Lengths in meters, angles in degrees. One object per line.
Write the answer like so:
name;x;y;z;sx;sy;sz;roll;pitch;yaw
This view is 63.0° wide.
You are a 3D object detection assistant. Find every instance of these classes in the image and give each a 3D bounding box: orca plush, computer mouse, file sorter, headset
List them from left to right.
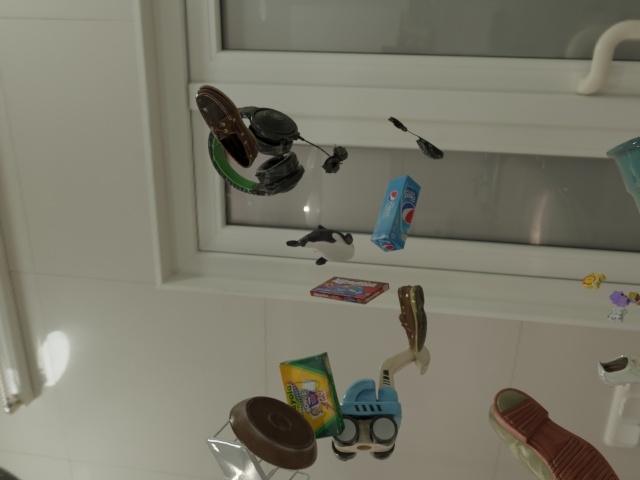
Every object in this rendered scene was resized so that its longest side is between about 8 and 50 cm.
file sorter;-0.183;0.681;1.621;0.173;0.192;0.278;-39;-69;-44
headset;-0.123;-0.222;1.382;0.185;0.394;0.243;-64;-29;-52
orca plush;0.000;0.000;1.714;0.151;0.287;0.102;-55;52;33
computer mouse;0.311;-0.330;1.716;0.041;0.242;0.071;-55;21;12

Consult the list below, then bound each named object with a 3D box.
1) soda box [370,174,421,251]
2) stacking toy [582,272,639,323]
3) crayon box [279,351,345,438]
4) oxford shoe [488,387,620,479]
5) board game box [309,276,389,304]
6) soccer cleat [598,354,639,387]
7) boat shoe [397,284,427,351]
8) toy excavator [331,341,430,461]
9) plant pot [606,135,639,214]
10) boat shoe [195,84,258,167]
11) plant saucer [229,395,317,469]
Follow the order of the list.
soda box;0.213;-0.075;1.463;0.067;0.071;0.210;35;-118;-30
stacking toy;0.851;0.167;1.417;0.052;0.167;0.221;-50;21;-17
crayon box;-0.030;0.548;1.837;0.081;0.165;0.279;9;-113;-74
oxford shoe;0.589;0.553;1.309;0.397;0.140;0.146;50;155;33
board game box;0.106;0.184;1.962;0.145;0.281;0.027;-25;-71;-40
soccer cleat;0.793;0.314;1.290;0.076;0.196;0.068;59;-153;-24
boat shoe;0.231;0.195;1.321;0.064;0.060;0.178;-27;-66;-53
toy excavator;0.239;0.616;2.082;0.222;0.432;0.445;85;-177;-52
plant pot;0.713;-0.041;0.883;0.341;0.341;0.334;26;-128;-82
boat shoe;-0.208;-0.252;1.176;0.207;0.073;0.073;49;-140;-38
plant saucer;-0.074;0.320;0.894;0.029;0.168;0.168;-62;-3;12
